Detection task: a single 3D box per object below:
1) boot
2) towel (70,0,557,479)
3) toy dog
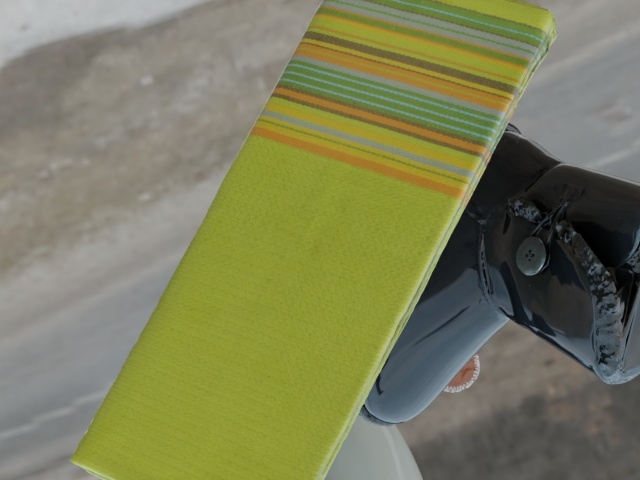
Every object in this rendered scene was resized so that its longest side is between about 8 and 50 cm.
[{"bbox_3d":[0.130,0.051,1.216,0.094,0.246,0.207,17,-169,-41],"label":"boot"},{"bbox_3d":[0.000,0.000,0.693,0.102,0.237,0.021,19,162,30],"label":"towel"},{"bbox_3d":[0.050,0.155,1.543,0.161,0.334,0.220,-7,-167,44],"label":"toy dog"}]
